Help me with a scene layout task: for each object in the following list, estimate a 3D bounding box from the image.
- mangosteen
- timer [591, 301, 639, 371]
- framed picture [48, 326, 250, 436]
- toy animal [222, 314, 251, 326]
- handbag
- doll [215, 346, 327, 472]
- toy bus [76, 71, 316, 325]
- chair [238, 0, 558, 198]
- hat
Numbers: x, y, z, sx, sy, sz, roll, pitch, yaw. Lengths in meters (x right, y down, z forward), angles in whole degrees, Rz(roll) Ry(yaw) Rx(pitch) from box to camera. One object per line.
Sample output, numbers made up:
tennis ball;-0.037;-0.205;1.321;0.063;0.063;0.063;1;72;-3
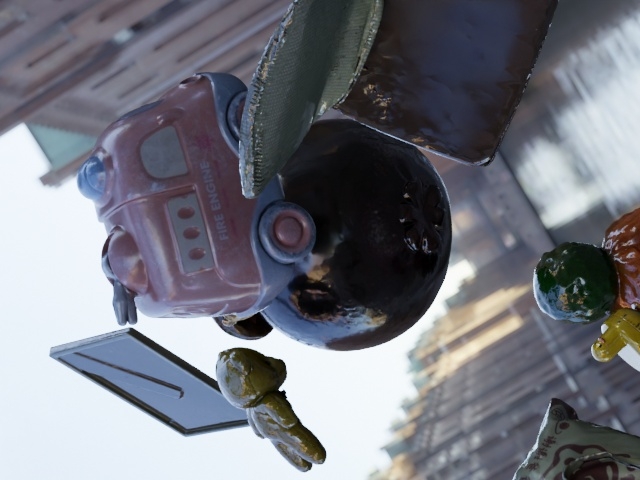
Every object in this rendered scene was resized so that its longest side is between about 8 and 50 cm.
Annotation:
mangosteen;0.000;0.000;2.243;0.382;0.435;0.382;17;-113;-45
timer;0.443;0.150;2.009;0.107;0.109;0.107;45;172;8
framed picture;-0.271;0.245;2.383;0.324;0.240;0.020;36;-124;-30
toy animal;-0.112;0.065;1.896;0.083;0.060;0.081;-103;27;-44
handbag;0.293;0.279;1.475;0.235;0.213;0.127;11;147;42
doll;-0.063;0.229;1.970;0.209;0.097;0.137;51;159;-3
toy bus;-0.161;-0.042;1.654;0.197;0.232;0.294;-22;83;63
chair;0.063;-0.140;1.014;0.186;0.160;0.319;20;-150;-3
hat;0.540;0.041;2.235;0.285;0.400;0.285;0;-90;-81
